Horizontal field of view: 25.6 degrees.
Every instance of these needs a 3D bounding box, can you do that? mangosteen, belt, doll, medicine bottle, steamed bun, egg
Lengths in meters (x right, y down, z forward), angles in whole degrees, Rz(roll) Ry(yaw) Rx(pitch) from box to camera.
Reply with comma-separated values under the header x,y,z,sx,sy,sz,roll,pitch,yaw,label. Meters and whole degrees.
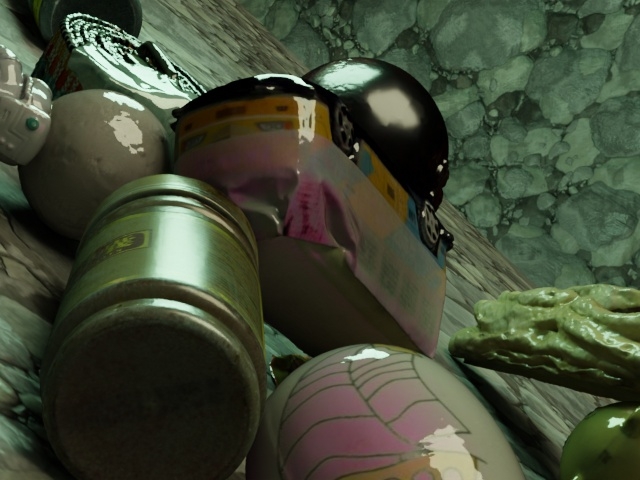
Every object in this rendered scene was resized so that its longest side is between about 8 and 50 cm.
x,y,z,sx,sy,sz,roll,pitch,yaw,label
0.029,-0.125,1.954,0.313,0.297,0.297,46,12,13,mangosteen
-0.219,-0.143,1.546,0.207,0.150,0.257,22,18,-34,belt
0.410,0.303,1.828,0.161,0.177,0.260,48,9,38,doll
-0.118,0.062,1.043,0.151,0.151,0.322,37,11,-13,medicine bottle
0.394,0.129,1.959,0.247,0.189,0.428,27,-11,-25,steamed bun
-0.349,-0.358,1.998,0.141,0.141,0.293,33,13,-33,medicine bottle
-0.269,-0.103,1.253,0.287,0.151,0.151,29,15,-30,doll
0.051,0.191,0.989,0.196,0.196,0.271,34,17,-28,egg

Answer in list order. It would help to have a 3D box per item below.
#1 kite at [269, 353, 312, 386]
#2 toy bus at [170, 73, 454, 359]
x,y,z,sx,sy,sz,roll,pitch,yaw,label
0.077,0.217,1.413,0.327,0.013,0.377,41,12,20,kite
0.000,0.000,1.361,0.386,0.171,0.162,44,38,-56,toy bus
